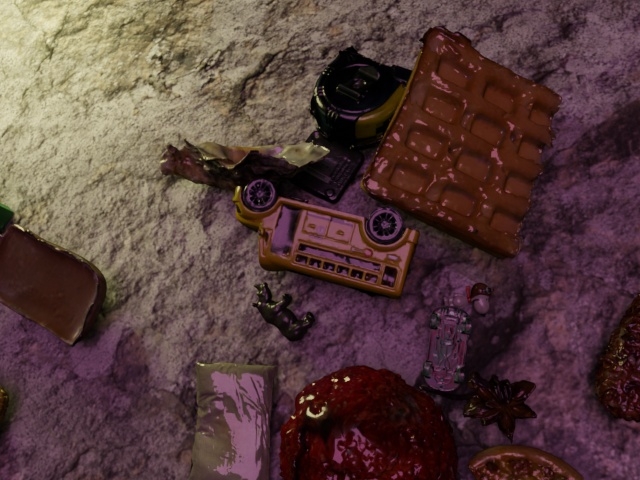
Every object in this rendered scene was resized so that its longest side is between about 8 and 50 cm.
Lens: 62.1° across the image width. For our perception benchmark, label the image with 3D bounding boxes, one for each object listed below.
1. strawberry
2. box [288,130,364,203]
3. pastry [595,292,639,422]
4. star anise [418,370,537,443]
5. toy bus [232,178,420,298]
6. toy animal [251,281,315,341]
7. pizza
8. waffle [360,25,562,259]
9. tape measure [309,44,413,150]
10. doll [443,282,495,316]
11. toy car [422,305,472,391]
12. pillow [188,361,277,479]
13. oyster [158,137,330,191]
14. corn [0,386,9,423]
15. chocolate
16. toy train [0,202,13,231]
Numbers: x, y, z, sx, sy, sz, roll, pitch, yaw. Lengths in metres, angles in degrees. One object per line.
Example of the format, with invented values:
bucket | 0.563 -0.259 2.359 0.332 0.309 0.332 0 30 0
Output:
strawberry | 0.063 0.314 0.791 0.274 0.220 0.274 -4 68 10
box | 0.008 -0.149 1.050 0.126 0.027 0.125 29 78 16
pastry | 0.498 0.184 0.830 0.115 0.097 0.208 28 76 12
star anise | 0.255 0.254 0.855 0.191 0.070 0.097 13 103 -7
toy bus | 0.000 0.000 0.940 0.331 0.145 0.151 14 84 11
toy animal | -0.075 0.125 0.964 0.136 0.047 0.065 40 90 12
pizza | 0.319 0.386 0.819 0.175 0.046 0.134 -3 72 7
waffle | 0.256 -0.174 0.945 0.304 0.077 0.348 25 76 -5
tape measure | 0.079 -0.271 1.027 0.199 0.112 0.186 28 70 20
doll | 0.258 0.100 0.927 0.085 0.040 0.058 8 84 11
toy car | 0.212 0.181 0.897 0.069 0.055 0.142 8 94 8
pillow | -0.152 0.325 0.910 0.148 0.050 0.229 -2 75 13
oyster | -0.143 -0.143 1.000 0.275 0.271 0.100 -2 94 -28
corn | -0.637 0.392 0.938 0.101 0.101 0.291 8 77 11
chocolate | -0.513 0.080 1.026 0.261 0.083 0.161 28 95 17
toy train | -0.750 -0.106 1.014 0.202 0.301 0.120 43 82 9
